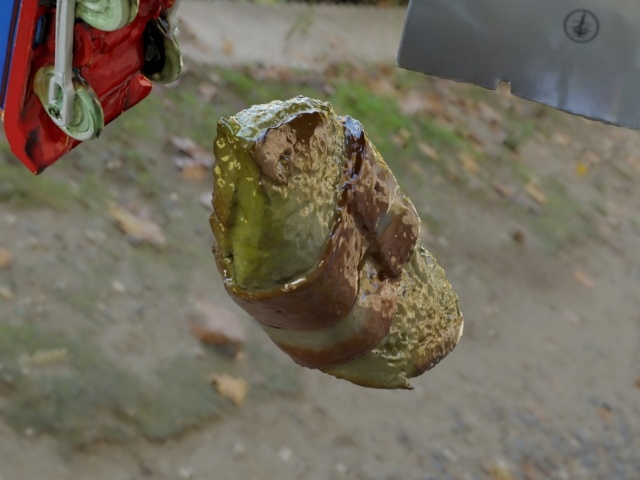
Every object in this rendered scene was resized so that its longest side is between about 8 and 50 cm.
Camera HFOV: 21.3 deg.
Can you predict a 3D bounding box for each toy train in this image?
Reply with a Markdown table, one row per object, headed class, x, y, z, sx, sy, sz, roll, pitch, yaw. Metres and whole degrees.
| class | x | y | z | sx | sy | sz | roll | pitch | yaw |
| --- | --- | --- | --- | --- | --- | --- | --- | --- | --- |
| toy train | -0.115 | -0.131 | 0.748 | 0.131 | 0.204 | 0.083 | 42 | 57 | 11 |

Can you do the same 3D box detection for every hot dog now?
| class | x | y | z | sx | sy | sz | roll | pitch | yaw |
| --- | --- | --- | --- | --- | --- | --- | --- | --- | --- |
| hot dog | -0.006 | 0.001 | 0.957 | 0.093 | 0.123 | 0.261 | 9 | -31 | 33 |

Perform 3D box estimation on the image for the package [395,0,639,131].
| class | x | y | z | sx | sy | sz | roll | pitch | yaw |
| --- | --- | --- | --- | --- | --- | --- | --- | --- | --- |
| package | 0.166 | -0.189 | 0.966 | 0.203 | 0.251 | 0.062 | 15 | -7 | 4 |
